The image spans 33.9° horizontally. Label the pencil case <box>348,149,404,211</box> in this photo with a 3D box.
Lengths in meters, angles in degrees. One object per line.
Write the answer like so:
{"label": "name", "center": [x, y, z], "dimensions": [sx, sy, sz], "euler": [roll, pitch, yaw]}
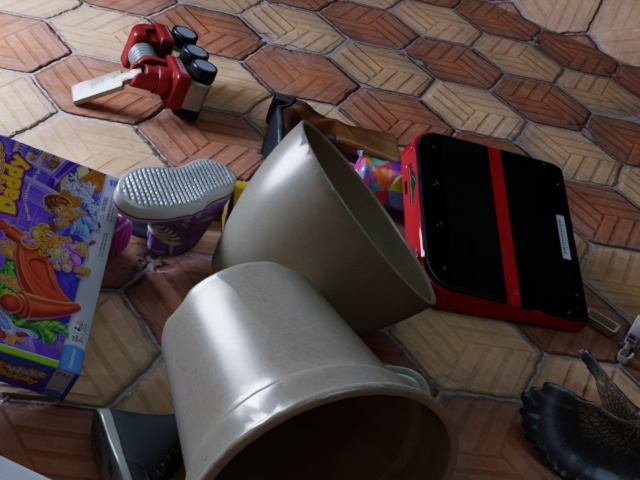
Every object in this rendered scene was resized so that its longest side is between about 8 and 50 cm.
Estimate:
{"label": "pencil case", "center": [0.167, -0.104, 2.043], "dimensions": [0.236, 0.104, 0.104], "euler": [13, 34, -12]}

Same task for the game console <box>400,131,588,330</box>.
{"label": "game console", "center": [0.318, -0.023, 1.952], "dimensions": [0.342, 0.060, 0.386], "euler": [13, 52, -18]}

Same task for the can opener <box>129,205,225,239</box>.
{"label": "can opener", "center": [-0.214, -0.048, 1.809], "dimensions": [0.280, 0.074, 0.093], "euler": [-5, 74, -29]}

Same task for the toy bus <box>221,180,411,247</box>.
{"label": "toy bus", "center": [0.000, 0.000, 1.774], "dimensions": [0.333, 0.130, 0.108], "euler": [10, 34, -13]}

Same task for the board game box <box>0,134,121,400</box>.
{"label": "board game box", "center": [-0.420, 0.025, 1.454], "dimensions": [0.233, 0.078, 0.347], "euler": [20, 48, -19]}

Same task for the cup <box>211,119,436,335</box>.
{"label": "cup", "center": [-0.020, 0.023, 1.559], "dimensions": [0.331, 0.237, 0.331], "euler": [52, 11, -14]}

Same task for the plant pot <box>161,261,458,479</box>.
{"label": "plant pot", "center": [-0.051, 0.201, 1.283], "dimensions": [0.334, 0.334, 0.305], "euler": [-1, 36, -28]}

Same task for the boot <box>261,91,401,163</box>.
{"label": "boot", "center": [0.025, -0.187, 2.120], "dimensions": [0.280, 0.096, 0.264], "euler": [19, 20, -9]}

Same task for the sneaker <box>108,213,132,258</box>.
{"label": "sneaker", "center": [-0.430, -0.032, 1.644], "dimensions": [0.252, 0.103, 0.111], "euler": [4, 31, -33]}

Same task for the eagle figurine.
{"label": "eagle figurine", "center": [0.485, 0.288, 1.595], "dimensions": [0.298, 0.225, 0.226], "euler": [7, -24, 39]}

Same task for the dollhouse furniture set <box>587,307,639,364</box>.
{"label": "dollhouse furniture set", "center": [0.527, 0.146, 1.873], "dimensions": [0.114, 0.081, 0.091], "euler": [33, 35, 20]}

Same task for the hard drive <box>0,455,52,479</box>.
{"label": "hard drive", "center": [-0.469, 0.303, 1.174], "dimensions": [0.353, 0.047, 0.233], "euler": [24, 34, 6]}

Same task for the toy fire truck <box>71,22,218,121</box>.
{"label": "toy fire truck", "center": [-0.363, -0.339, 2.096], "dimensions": [0.246, 0.158, 0.217], "euler": [10, 33, -33]}

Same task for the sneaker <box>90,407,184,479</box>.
{"label": "sneaker", "center": [-0.203, 0.287, 1.299], "dimensions": [0.118, 0.083, 0.222], "euler": [1, 36, -26]}

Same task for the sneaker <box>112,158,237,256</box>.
{"label": "sneaker", "center": [-0.238, -0.029, 1.614], "dimensions": [0.102, 0.161, 0.282], "euler": [40, 22, 17]}

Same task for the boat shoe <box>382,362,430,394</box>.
{"label": "boat shoe", "center": [-0.005, 0.205, 1.505], "dimensions": [0.324, 0.116, 0.097], "euler": [8, -8, 5]}
